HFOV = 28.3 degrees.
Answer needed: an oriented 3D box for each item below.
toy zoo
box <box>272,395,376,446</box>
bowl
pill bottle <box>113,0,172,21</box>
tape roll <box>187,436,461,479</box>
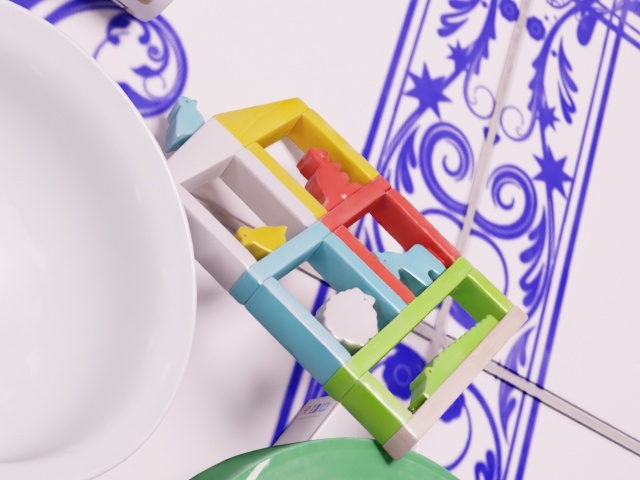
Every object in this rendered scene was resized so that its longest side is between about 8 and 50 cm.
[{"bbox_3d":[0.000,0.000,0.908,0.293,0.030,0.192,45,38,8],"label":"toy zoo"},{"bbox_3d":[-0.010,0.300,0.879,0.232,0.058,0.322,49,58,-13],"label":"box"},{"bbox_3d":[-0.222,0.010,0.744,0.298,0.134,0.298,26,54,-43],"label":"bowl"},{"bbox_3d":[-0.163,-0.241,0.894,0.169,0.094,0.094,36,61,-21],"label":"pill bottle"},{"bbox_3d":[0.006,0.289,0.813,0.321,0.077,0.321,9,72,-31],"label":"tape roll"}]
